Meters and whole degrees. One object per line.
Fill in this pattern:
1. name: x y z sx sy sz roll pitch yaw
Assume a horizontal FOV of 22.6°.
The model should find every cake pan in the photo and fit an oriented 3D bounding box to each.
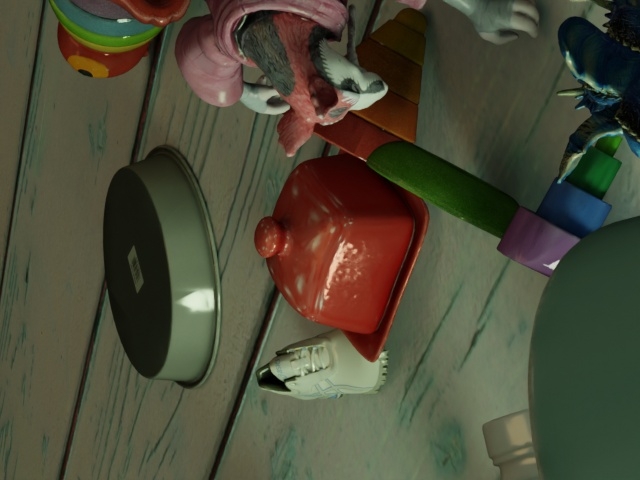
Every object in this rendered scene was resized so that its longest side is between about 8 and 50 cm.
1. cake pan: -0.194 0.035 1.893 0.293 0.054 0.293 173 90 -66

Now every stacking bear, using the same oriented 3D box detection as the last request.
1. stacking bear: -0.232 -0.272 1.772 0.289 0.175 0.164 125 161 -70

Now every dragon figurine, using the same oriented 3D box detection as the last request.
1. dragon figurine: 0.171 -0.075 0.868 0.144 0.289 0.085 9 112 26

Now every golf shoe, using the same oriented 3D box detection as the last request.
1. golf shoe: 0.001 0.114 1.443 0.176 0.086 0.069 141 120 -61

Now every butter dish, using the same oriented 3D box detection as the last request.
1. butter dish: 0.000 0.000 1.349 0.160 0.118 0.160 52 131 48

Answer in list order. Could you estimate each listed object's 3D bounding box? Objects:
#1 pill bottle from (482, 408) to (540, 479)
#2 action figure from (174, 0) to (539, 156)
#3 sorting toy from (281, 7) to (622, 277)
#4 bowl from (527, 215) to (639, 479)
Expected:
1. pill bottle: 0.177 0.234 1.009 0.146 0.146 0.264 142 118 -63
2. action figure: -0.021 -0.224 1.132 0.248 0.276 0.370 -27 43 22
3. sorting toy: 0.104 -0.086 1.175 0.126 0.127 0.365 -62 35 6
4. bowl: 0.255 0.088 0.670 0.163 0.312 0.311 -39 59 39
